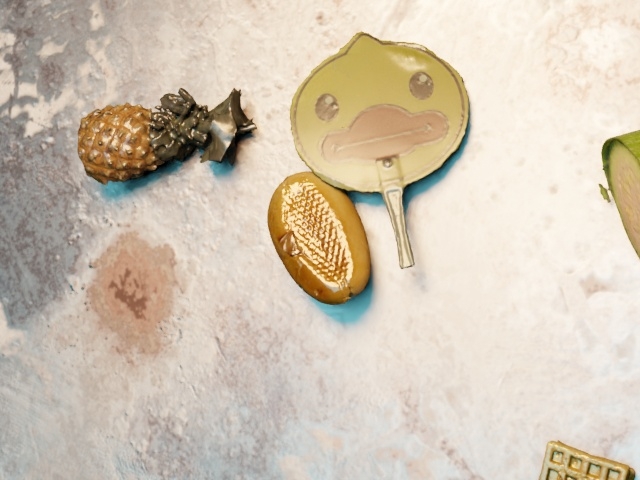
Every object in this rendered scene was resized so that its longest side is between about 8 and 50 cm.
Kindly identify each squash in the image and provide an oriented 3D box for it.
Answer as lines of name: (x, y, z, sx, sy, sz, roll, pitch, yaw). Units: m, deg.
squash: (0.388, -0.056, 1.146, 0.123, 0.170, 0.170, -28, 73, -3)

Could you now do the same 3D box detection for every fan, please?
fan: (0.081, -0.122, 1.309, 0.229, 0.011, 0.335, -13, 69, 8)

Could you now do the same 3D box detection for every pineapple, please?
pineapple: (-0.202, -0.142, 1.405, 0.237, 0.111, 0.119, -11, 108, 13)

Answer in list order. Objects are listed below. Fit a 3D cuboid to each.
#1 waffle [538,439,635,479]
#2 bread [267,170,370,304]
waffle: (0.286, 0.311, 1.181, 0.102, 0.042, 0.148, 16, 88, 22)
bread: (0.000, 0.000, 1.319, 0.114, 0.077, 0.189, -22, 69, -5)
